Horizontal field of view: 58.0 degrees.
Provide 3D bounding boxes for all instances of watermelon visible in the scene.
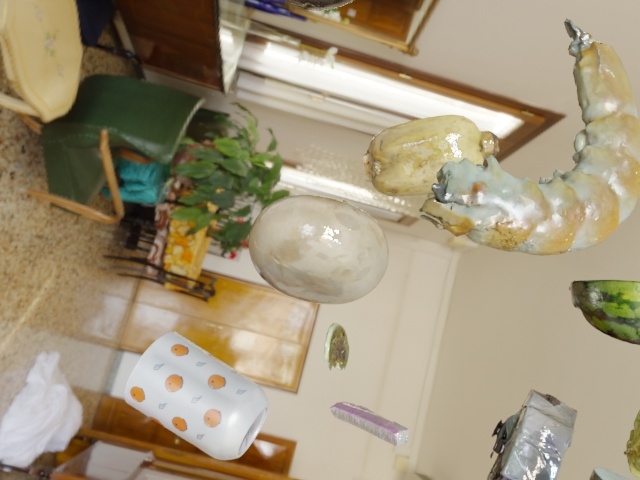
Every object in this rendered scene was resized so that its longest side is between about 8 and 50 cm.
[{"bbox_3d":[0.677,0.155,1.196,0.159,0.304,0.128,22,74,-66],"label":"watermelon"}]

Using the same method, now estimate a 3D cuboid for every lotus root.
[{"bbox_3d":[0.231,-0.178,1.221,0.146,0.284,0.160,-84,162,-60],"label":"lotus root"}]

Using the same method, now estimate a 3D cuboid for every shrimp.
[{"bbox_3d":[0.257,-0.087,0.614,0.287,0.185,0.068,-50,179,-5],"label":"shrimp"}]

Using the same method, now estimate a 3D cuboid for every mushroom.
[{"bbox_3d":[0.000,0.000,1.474,0.362,0.362,0.294,115,-10,-63],"label":"mushroom"}]

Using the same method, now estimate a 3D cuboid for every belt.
[{"bbox_3d":[0.492,0.503,1.385,0.289,0.164,0.184,-61,162,-9],"label":"belt"}]

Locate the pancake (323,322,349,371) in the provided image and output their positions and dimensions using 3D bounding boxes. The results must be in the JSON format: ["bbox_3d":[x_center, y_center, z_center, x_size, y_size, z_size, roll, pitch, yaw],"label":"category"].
[{"bbox_3d":[0.039,0.258,1.404,0.129,0.023,0.116,29,63,-60],"label":"pancake"}]

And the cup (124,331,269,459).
[{"bbox_3d":[-0.301,0.401,1.459,0.212,0.317,0.212,-55,164,-25],"label":"cup"}]

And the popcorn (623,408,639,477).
[{"bbox_3d":[0.677,0.392,1.077,0.167,0.186,0.187,34,-44,53],"label":"popcorn"}]

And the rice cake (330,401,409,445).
[{"bbox_3d":[0.099,0.380,1.210,0.207,0.047,0.036,8,-87,51],"label":"rice cake"}]

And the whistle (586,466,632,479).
[{"bbox_3d":[0.828,0.743,1.464,0.188,0.405,0.168,15,99,-52],"label":"whistle"}]

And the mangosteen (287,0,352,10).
[{"bbox_3d":[0.005,-0.443,0.782,0.250,0.211,0.211,130,-23,-59],"label":"mangosteen"}]
